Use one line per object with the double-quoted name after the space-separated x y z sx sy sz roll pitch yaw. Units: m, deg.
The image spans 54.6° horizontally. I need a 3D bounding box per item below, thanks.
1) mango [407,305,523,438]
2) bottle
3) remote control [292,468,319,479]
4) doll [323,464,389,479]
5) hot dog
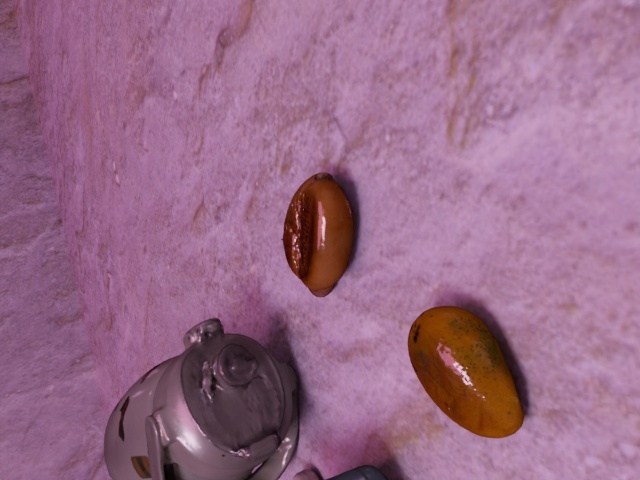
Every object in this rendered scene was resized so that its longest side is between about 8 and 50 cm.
0.114 0.103 0.488 0.114 0.057 0.079 52 137 22 "mango"
-0.149 0.246 0.826 0.352 0.229 0.229 -42 65 52 "bottle"
0.001 0.352 0.779 0.122 0.032 0.074 53 141 36 "remote control"
0.035 0.369 0.606 0.177 0.162 0.260 -36 67 34 "doll"
0.001 0.000 0.633 0.090 0.060 0.140 33 121 54 "hot dog"
